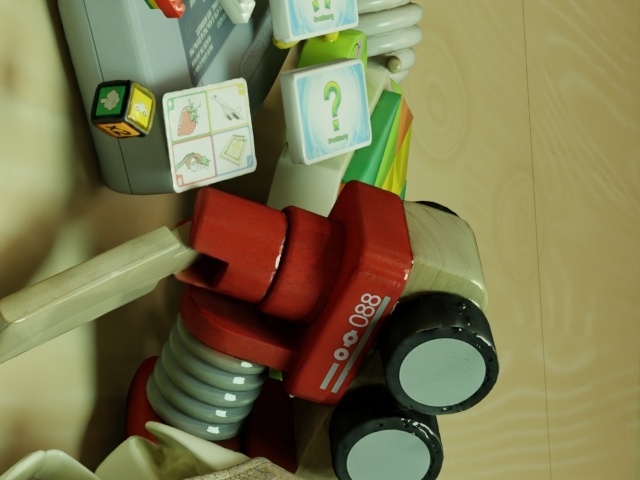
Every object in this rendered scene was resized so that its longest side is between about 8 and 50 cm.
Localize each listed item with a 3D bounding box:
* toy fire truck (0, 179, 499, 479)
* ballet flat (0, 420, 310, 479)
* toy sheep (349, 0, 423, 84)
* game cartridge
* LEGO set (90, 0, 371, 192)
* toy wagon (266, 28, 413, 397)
[{"bbox_3d":[-0.058,0.068,0.977,0.158,0.246,0.217,-95,-151,-56],"label":"toy fire truck"},{"bbox_3d":[-0.075,0.131,0.858,0.107,0.106,0.316,-50,160,13],"label":"ballet flat"},{"bbox_3d":[0.029,-0.144,1.313,0.091,0.091,0.132,-34,120,-68],"label":"toy sheep"},{"bbox_3d":[-0.067,-0.164,1.071,0.297,0.062,0.198,-64,154,-51],"label":"game cartridge"},{"bbox_3d":[-0.032,-0.121,0.969,0.244,0.060,0.182,-20,105,-57],"label":"LEGO set"},{"bbox_3d":[0.000,0.000,1.188,0.267,0.068,0.344,-66,165,-50],"label":"toy wagon"}]
